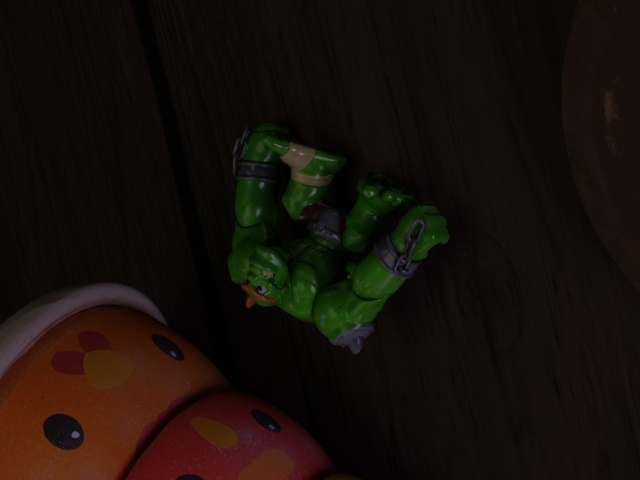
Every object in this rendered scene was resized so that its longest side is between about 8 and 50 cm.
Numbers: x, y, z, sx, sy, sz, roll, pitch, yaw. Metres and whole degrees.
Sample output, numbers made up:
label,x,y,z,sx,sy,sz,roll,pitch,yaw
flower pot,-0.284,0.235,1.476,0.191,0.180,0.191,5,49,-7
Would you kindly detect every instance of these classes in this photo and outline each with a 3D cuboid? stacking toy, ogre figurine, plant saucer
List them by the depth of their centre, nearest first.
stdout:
label,x,y,z,sx,sy,sz,roll,pitch,yaw
plant saucer,0.226,-0.053,0.943,0.278,0.041,0.277,32,133,43
ogre figurine,0.000,0.000,1.207,0.197,0.097,0.118,24,102,24
stacking toy,-0.031,0.251,1.231,0.480,0.350,0.350,17,116,22
